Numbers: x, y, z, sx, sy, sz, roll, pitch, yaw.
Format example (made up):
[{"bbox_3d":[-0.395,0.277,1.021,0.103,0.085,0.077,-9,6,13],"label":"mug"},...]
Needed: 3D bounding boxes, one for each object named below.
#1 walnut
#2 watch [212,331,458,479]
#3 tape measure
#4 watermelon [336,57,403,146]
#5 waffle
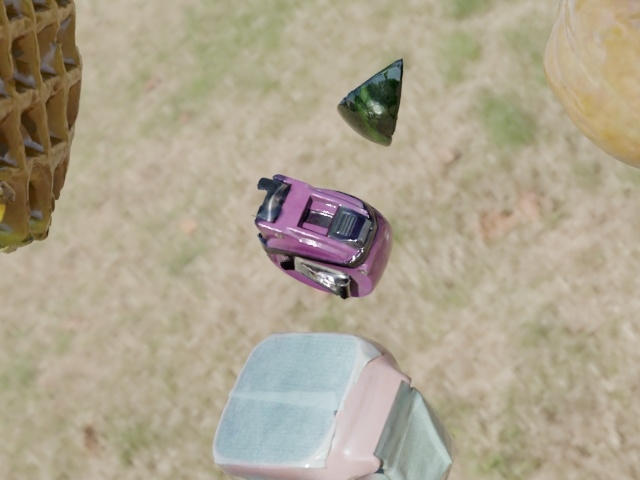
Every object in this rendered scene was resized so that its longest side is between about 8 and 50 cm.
[{"bbox_3d":[0.383,-0.198,1.431,0.306,0.344,0.306,-167,90,-86],"label":"walnut"},{"bbox_3d":[0.026,0.215,1.540,0.253,0.241,0.161,-2,54,46],"label":"watch"},{"bbox_3d":[0.000,0.000,1.370,0.118,0.125,0.074,78,-146,-67],"label":"tape measure"},{"bbox_3d":[0.075,-0.152,1.823,0.092,0.075,0.181,-36,-1,-3],"label":"watermelon"},{"bbox_3d":[-0.230,-0.137,1.089,0.068,0.325,0.302,-3,60,9],"label":"waffle"}]
